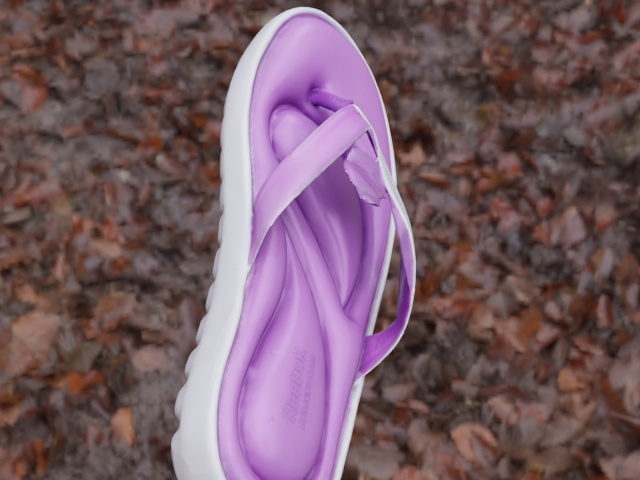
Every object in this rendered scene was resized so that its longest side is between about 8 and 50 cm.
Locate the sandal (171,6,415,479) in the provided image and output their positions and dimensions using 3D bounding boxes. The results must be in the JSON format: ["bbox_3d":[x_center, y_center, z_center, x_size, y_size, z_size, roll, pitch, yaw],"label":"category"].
[{"bbox_3d":[0.010,0.007,0.784,0.102,0.169,0.416,-20,49,38],"label":"sandal"}]
